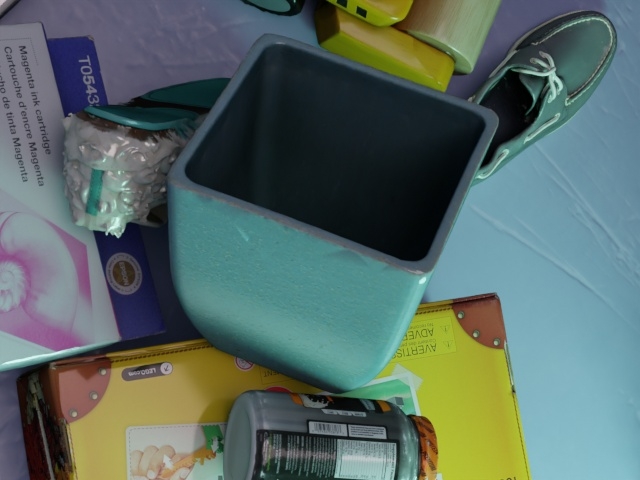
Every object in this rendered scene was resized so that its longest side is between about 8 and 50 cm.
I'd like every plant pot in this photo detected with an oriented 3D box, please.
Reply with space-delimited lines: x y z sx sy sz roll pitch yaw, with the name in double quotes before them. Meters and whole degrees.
"plant pot" 0.000 0.000 1.544 0.247 0.252 0.248 20 45 8

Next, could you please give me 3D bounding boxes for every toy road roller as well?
"toy road roller" 0.073 -0.318 1.759 0.329 0.240 0.202 26 79 -17

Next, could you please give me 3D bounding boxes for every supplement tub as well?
"supplement tub" 0.010 0.208 1.559 0.190 0.117 0.117 7 85 -19

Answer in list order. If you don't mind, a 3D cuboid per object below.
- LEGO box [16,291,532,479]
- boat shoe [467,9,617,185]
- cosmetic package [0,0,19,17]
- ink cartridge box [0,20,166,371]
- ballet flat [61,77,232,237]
"LEGO box" -0.033 0.279 1.699 0.500 0.193 0.372 -7 84 -20
"boat shoe" 0.245 -0.166 1.889 0.319 0.099 0.116 -38 100 -18
"cosmetic package" -0.324 -0.368 1.663 0.365 0.155 0.197 -46 103 -17
"ink cartridge box" -0.301 -0.043 1.527 0.330 0.071 0.324 -12 85 -39
"ballet flat" -0.152 -0.087 1.641 0.147 0.409 0.147 4 101 21
